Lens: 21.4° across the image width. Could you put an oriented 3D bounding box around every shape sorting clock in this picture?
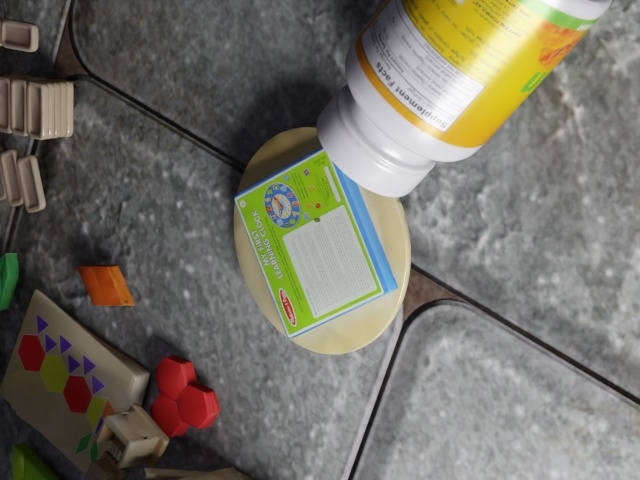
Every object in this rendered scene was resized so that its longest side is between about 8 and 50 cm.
[{"bbox_3d":[0.000,0.000,1.516,0.206,0.040,0.206,8,103,37],"label":"shape sorting clock"}]

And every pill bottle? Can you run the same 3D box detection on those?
[{"bbox_3d":[0.106,-0.151,1.353,0.245,0.136,0.136,-49,65,32],"label":"pill bottle"}]

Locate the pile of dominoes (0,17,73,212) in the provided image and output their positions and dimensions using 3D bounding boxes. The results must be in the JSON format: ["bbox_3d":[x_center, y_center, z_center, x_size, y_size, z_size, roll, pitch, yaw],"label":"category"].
[{"bbox_3d":[-0.352,-0.144,1.804,0.251,0.040,0.196,15,108,45],"label":"pile of dominoes"}]

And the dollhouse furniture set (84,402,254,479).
[{"bbox_3d":[-0.162,0.276,1.640,0.161,0.101,0.182,44,120,29],"label":"dollhouse furniture set"}]

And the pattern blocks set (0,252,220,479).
[{"bbox_3d":[-0.252,0.153,1.746,0.325,0.026,0.285,45,120,26],"label":"pattern blocks set"}]
